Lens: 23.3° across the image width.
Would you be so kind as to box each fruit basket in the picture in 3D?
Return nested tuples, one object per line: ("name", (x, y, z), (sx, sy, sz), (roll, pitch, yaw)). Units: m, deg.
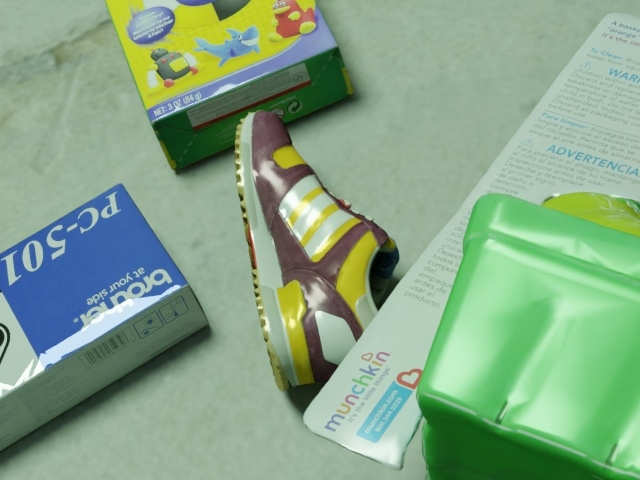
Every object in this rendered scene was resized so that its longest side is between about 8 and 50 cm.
("fruit basket", (0.216, 0.029, 0.764), (0.327, 0.165, 0.353), (19, 45, 27))

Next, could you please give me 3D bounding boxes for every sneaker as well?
("sneaker", (0.000, 0.000, 0.885), (0.084, 0.069, 0.185), (-10, 57, -2))

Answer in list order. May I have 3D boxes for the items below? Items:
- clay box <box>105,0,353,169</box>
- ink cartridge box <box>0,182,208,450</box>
("clay box", (-0.076, -0.159, 1.032), (0.127, 0.053, 0.222), (-23, 51, -2))
("ink cartridge box", (-0.179, 0.059, 0.900), (0.207, 0.046, 0.097), (-31, 52, -8))
